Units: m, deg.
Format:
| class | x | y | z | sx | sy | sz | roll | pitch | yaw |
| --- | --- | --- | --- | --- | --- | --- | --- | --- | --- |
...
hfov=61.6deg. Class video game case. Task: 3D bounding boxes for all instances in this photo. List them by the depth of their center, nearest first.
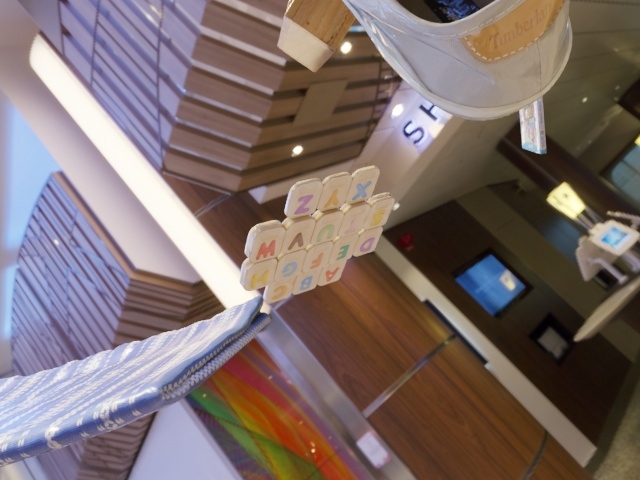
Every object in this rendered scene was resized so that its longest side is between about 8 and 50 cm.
| class | x | y | z | sx | sy | sz | roll | pitch | yaw |
| --- | --- | --- | --- | --- | --- | --- | --- | --- | --- |
| video game case | 0.444 | -0.272 | 1.134 | 0.015 | 0.166 | 0.119 | -10 | 15 | 5 |

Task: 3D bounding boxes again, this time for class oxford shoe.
| class | x | y | z | sx | sy | sz | roll | pitch | yaw |
| --- | --- | --- | --- | --- | --- | --- | --- | --- | --- |
| oxford shoe | 0.012 | -0.276 | 0.391 | 0.169 | 0.449 | 0.130 | -40 | -14 | 2 |

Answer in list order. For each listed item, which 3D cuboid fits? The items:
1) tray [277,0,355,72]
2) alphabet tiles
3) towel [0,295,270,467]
| class | x | y | z | sx | sy | sz | roll | pitch | yaw |
| --- | --- | --- | --- | --- | --- | --- | --- | --- | --- |
| tray | 0.085 | -0.412 | 0.649 | 0.410 | 0.076 | 0.203 | -56 | 12 | 5 |
| alphabet tiles | 0.000 | 0.000 | 0.904 | 0.284 | 0.021 | 0.278 | -16 | -37 | -33 |
| towel | -0.222 | 0.124 | 0.429 | 0.336 | 0.040 | 0.243 | -19 | 2 | 10 |
